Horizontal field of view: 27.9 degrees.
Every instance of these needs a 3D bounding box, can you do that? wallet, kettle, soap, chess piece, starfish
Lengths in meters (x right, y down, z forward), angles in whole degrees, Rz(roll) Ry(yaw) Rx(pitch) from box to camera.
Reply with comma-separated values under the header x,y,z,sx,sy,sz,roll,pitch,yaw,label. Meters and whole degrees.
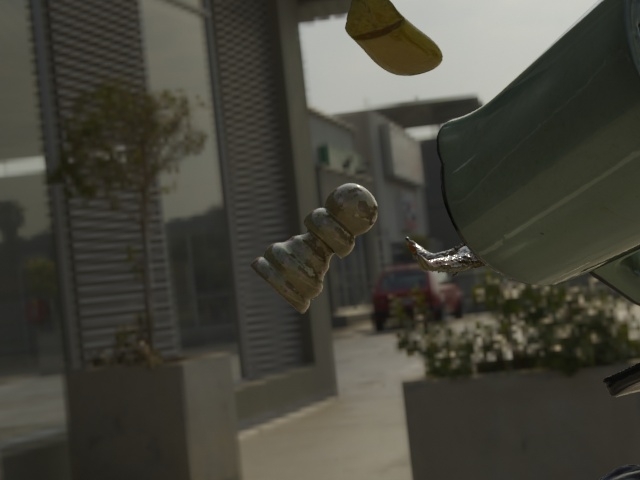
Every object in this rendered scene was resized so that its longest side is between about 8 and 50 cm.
x,y,z,sx,sy,sz,roll,pitch,yaw,label
0.508,0.161,1.783,0.149,0.044,0.250,-9,-18,-36,wallet
0.351,-0.080,1.345,0.361,0.250,0.377,33,-30,-12,kettle
0.086,-0.252,1.619,0.089,0.033,0.168,-18,-32,34,soap
0.000,0.000,1.607,0.170,0.094,0.094,-48,0,-3,chess piece
0.180,0.015,1.614,0.138,0.050,0.247,-8,2,0,starfish

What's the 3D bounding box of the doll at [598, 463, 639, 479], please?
x,y,z,sx,sy,sz,roll,pitch,yaw,label
0.210,0.261,0.918,0.117,0.257,0.182,30,-21,10,doll
